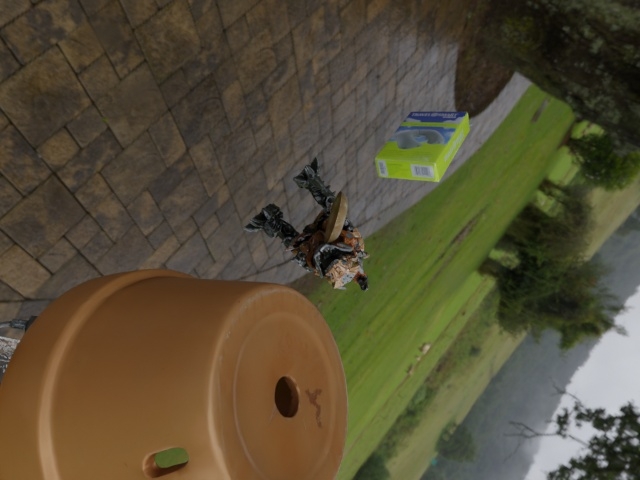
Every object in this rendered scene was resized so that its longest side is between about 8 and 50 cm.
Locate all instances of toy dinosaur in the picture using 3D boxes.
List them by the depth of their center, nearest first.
[{"bbox_3d":[0.000,0.000,0.917,0.164,0.218,0.322,-45,-176,-13],"label":"toy dinosaur"}]

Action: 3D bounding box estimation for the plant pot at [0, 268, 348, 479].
[{"bbox_3d":[-0.109,0.154,0.502,0.291,0.204,0.290,32,50,-49],"label":"plant pot"}]

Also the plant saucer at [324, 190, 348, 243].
[{"bbox_3d":[0.025,-0.032,0.792,0.083,0.015,0.083,-164,-90,-82],"label":"plant saucer"}]

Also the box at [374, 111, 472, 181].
[{"bbox_3d":[0.180,-0.169,0.898,0.178,0.109,0.042,-53,139,-36],"label":"box"}]

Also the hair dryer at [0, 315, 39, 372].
[{"bbox_3d":[-0.387,0.154,0.497,0.294,0.080,0.223,16,92,-29],"label":"hair dryer"}]
